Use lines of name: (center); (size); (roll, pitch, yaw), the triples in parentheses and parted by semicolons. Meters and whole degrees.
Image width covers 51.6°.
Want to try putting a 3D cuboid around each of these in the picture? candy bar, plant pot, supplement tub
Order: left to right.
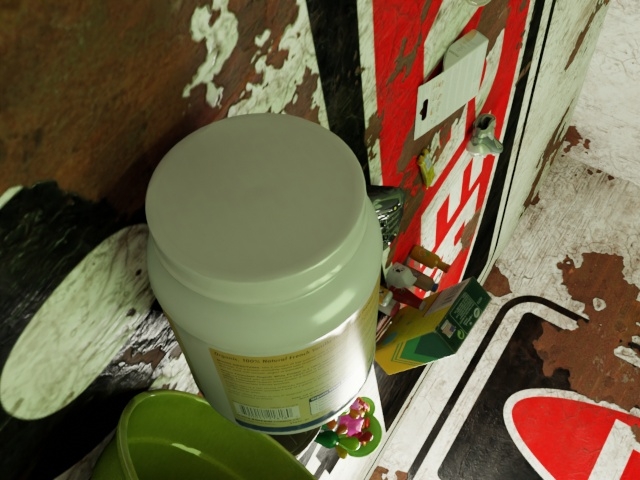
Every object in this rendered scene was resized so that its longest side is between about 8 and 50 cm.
plant pot: (-0.179, 0.431, 0.769); (0.353, 0.366, 0.366); (-52, 160, 5)
supplement tub: (-0.051, 0.047, 0.696); (0.228, 0.228, 0.316); (-51, 157, -28)
candy bar: (0.227, -0.149, 1.409); (0.040, 0.018, 0.161); (-63, 159, -7)

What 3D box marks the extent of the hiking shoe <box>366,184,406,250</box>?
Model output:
hiking shoe: (0.100, -0.033, 1.112); (0.227, 0.086, 0.114); (0, 94, -71)

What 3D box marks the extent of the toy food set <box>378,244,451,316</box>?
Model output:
toy food set: (0.217, 0.115, 1.592); (0.232, 0.104, 0.111); (-39, 149, -47)

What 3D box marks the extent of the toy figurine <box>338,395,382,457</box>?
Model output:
toy figurine: (0.093, 0.470, 1.768); (0.159, 0.130, 0.173); (69, 30, -52)

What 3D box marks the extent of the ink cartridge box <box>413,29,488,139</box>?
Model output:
ink cartridge box: (0.232, -0.290, 1.243); (0.179, 0.045, 0.145); (-35, 152, -17)

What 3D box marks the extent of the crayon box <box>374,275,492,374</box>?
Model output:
crayon box: (0.255, 0.221, 1.640); (0.202, 0.081, 0.318); (-46, -173, -35)

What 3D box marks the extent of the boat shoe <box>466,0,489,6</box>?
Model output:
boat shoe: (0.245, -0.471, 1.023); (0.206, 0.075, 0.065); (86, -6, -46)

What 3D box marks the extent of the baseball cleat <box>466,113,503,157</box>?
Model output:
baseball cleat: (0.425, -0.264, 1.665); (0.206, 0.072, 0.110); (-29, 136, -61)

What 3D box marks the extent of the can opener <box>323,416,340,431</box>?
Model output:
can opener: (0.028, 0.331, 1.459); (0.093, 0.074, 0.280); (-45, 154, -40)

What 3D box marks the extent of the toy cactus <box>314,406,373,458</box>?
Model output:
toy cactus: (-0.007, 0.393, 1.369); (0.180, 0.112, 0.219); (-36, 128, 14)

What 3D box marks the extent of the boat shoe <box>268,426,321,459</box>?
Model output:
boat shoe: (-0.121, 0.394, 1.162); (0.307, 0.110, 0.105); (-29, 147, -40)
